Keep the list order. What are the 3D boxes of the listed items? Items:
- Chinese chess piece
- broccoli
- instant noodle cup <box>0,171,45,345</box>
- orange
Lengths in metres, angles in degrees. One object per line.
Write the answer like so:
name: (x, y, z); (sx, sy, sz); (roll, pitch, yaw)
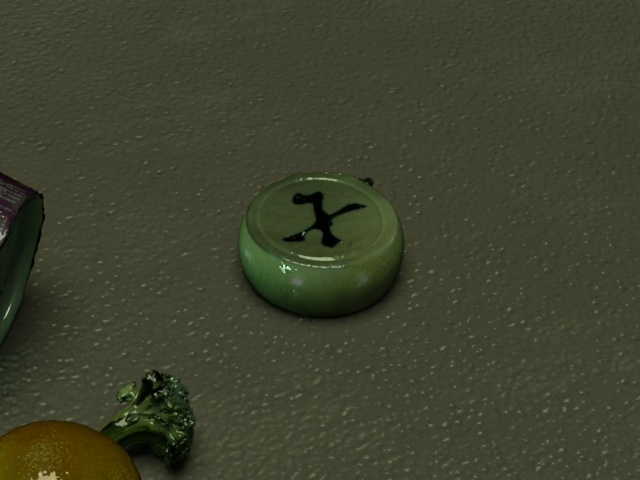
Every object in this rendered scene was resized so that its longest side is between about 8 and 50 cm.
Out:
Chinese chess piece: (0.000, 0.000, 2.337); (0.238, 0.092, 0.237); (1, 40, -1)
broccoli: (-0.245, 0.240, 2.059); (0.204, 0.118, 0.122); (-29, 79, -11)
instant noodle cup: (-0.513, 0.010, 2.150); (0.266, 0.339, 0.340); (18, 42, 1)
orange: (-0.293, 0.312, 1.870); (0.236, 0.236, 0.236); (1, 41, -1)
